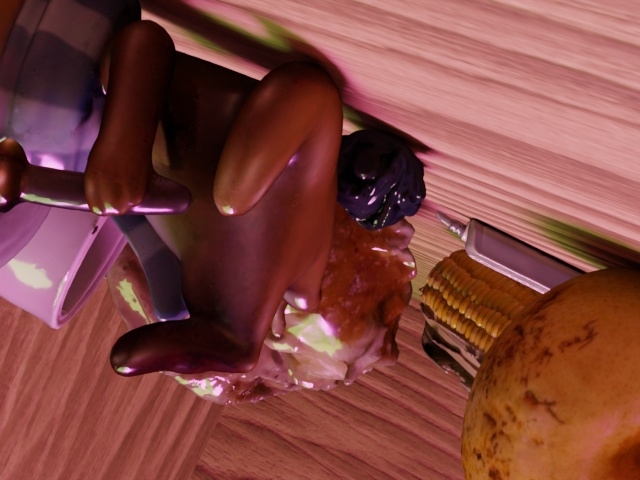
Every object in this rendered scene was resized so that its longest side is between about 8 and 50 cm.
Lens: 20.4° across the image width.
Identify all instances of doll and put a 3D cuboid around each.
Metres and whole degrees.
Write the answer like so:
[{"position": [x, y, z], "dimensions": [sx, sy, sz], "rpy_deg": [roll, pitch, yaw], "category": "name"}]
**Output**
[{"position": [-0.147, -0.054, 1.065], "dimensions": [0.339, 0.209, 0.318], "rpy_deg": [28, 175, 2], "category": "doll"}]

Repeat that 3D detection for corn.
[{"position": [0.192, 0.101, 1.595], "dimensions": [0.122, 0.123, 0.305], "rpy_deg": [20, -168, -30], "category": "corn"}]

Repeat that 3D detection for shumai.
[{"position": [0.000, 0.000, 1.598], "dimensions": [0.262, 0.267, 0.314], "rpy_deg": [-18, 176, 43], "category": "shumai"}]

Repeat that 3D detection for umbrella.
[{"position": [0.038, -0.034, 1.244], "dimensions": [0.071, 0.071, 0.248], "rpy_deg": [26, 177, 3], "category": "umbrella"}]

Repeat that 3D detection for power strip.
[{"position": [0.207, 0.038, 1.478], "dimensions": [0.252, 0.027, 0.060], "rpy_deg": [26, 178, 1], "category": "power strip"}]

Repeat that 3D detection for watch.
[{"position": [-0.219, -0.062, 1.429], "dimensions": [0.196, 0.231, 0.244], "rpy_deg": [32, 176, 3], "category": "watch"}]

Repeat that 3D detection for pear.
[{"position": [0.224, 0.142, 1.244], "dimensions": [0.271, 0.271, 0.271], "rpy_deg": [26, 178, 1], "category": "pear"}]

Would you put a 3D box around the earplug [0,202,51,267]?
[{"position": [-0.309, -0.112, 1.233], "dimensions": [0.325, 0.214, 0.175], "rpy_deg": [50, 152, -19], "category": "earplug"}]
